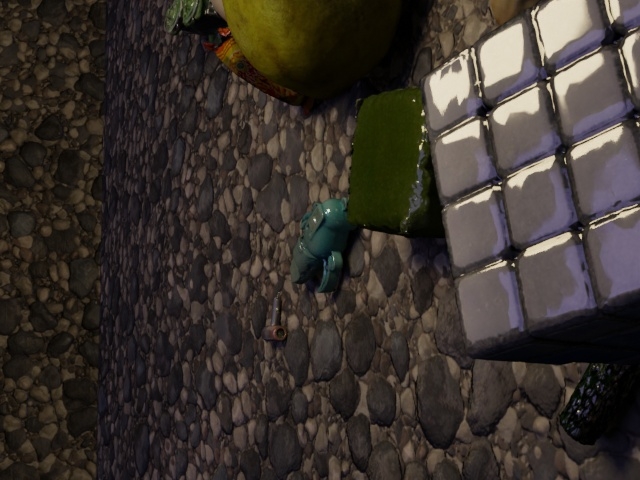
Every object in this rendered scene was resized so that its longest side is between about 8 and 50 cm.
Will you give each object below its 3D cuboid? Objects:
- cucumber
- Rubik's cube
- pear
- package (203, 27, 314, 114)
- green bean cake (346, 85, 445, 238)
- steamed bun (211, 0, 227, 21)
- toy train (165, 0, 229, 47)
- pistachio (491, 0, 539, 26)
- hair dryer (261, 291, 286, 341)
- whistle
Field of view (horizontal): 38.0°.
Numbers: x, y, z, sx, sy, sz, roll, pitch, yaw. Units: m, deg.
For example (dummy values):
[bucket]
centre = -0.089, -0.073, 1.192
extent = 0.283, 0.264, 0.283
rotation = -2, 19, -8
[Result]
[cucumber]
centre = 0.397, 0.134, 1.204
extent = 0.067, 0.067, 0.294
rotation = 50, 125, 52
[Rubik's cube]
centre = 0.353, -0.065, 0.984
extent = 0.344, 0.337, 0.344
rotation = -26, 63, 44
[pear]
centre = -0.020, -0.470, 1.738
extent = 0.352, 0.351, 0.413
rotation = 51, 168, 51
[package]
centre = -0.100, -0.378, 1.991
extent = 0.108, 0.288, 0.223
rotation = -63, 18, -14
[green bean cake]
centre = 0.165, -0.128, 1.570
extent = 0.250, 0.156, 0.247
rotation = 4, 88, 61
[steamed bun]
centre = -0.109, -0.565, 2.033
extent = 0.309, 0.309, 0.310
rotation = -16, 72, 60
[toy train]
centre = -0.295, -0.659, 2.482
extent = 0.307, 0.173, 0.249
rotation = 1, 80, 62
[pistachio]
centre = 0.327, -0.408, 1.352
extent = 0.215, 0.143, 0.144
rotation = -66, 34, 37
[hair dryer]
centre = -0.101, 0.175, 2.138
extent = 0.063, 0.037, 0.114
rotation = -12, 68, 58
[whistle]
centre = 0.000, 0.000, 1.924
extent = 0.274, 0.093, 0.186
rotation = -56, 40, 46
